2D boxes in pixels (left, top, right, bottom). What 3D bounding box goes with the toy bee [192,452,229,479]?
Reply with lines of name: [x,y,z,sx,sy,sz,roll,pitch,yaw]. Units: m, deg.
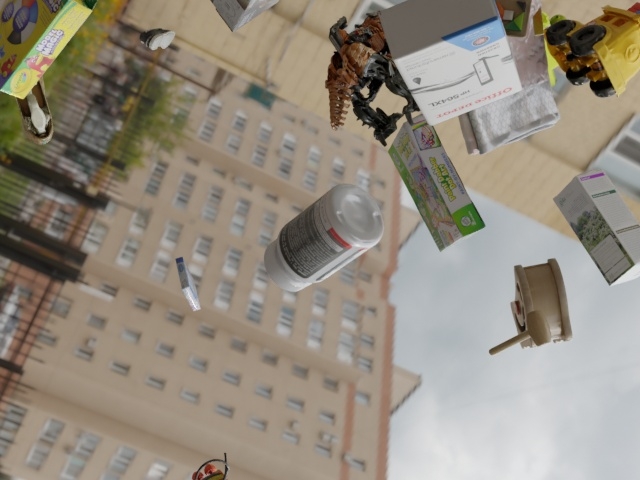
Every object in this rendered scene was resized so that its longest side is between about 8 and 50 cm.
toy bee: [-0.164,0.479,1.710,0.162,0.195,0.298,33,-55,58]

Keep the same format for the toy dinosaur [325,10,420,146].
toy dinosaur: [0.082,-0.293,1.724,0.322,0.218,0.164,-53,-166,-24]

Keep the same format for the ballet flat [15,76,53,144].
ballet flat: [-0.565,-0.286,1.842,0.073,0.206,0.067,-24,-158,-20]

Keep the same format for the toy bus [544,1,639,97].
toy bus: [0.618,-0.437,2.026,0.211,0.149,0.220,-41,-149,-1]

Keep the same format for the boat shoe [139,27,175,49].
boat shoe: [-0.356,-0.444,2.065,0.046,0.038,0.125,-59,177,25]

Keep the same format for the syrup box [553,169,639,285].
syrup box: [0.615,-0.030,2.035,0.236,0.096,0.093,63,-35,22]

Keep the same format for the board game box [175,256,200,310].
board game box: [-0.297,0.097,2.116,0.090,0.020,0.090,73,-1,-52]

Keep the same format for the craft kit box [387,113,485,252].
craft kit box: [0.225,-0.108,1.878,0.061,0.246,0.250,-24,174,-6]

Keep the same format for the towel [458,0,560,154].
towel: [0.382,-0.362,1.974,0.053,0.316,0.332,-3,-165,45]

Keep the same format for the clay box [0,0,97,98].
clay box: [-0.441,-0.346,1.479,0.222,0.053,0.127,-46,-124,20]

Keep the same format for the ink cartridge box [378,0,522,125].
ink cartridge box: [0.184,-0.257,1.298,0.148,0.203,0.085,-20,-115,14]

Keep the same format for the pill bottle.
pill bottle: [0.000,0.000,2.196,0.283,0.161,0.161,-36,-150,42]

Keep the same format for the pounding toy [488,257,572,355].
pounding toy: [0.373,0.125,1.749,0.269,0.155,0.154,57,22,-80]

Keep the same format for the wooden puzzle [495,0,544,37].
wooden puzzle: [0.320,-0.381,1.597,0.014,0.116,0.078,10,84,-75]

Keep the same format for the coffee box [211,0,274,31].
coffee box: [-0.135,-0.546,1.967,0.141,0.098,0.246,-37,-175,-18]

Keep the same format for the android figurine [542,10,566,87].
android figurine: [0.464,-0.432,2.182,0.248,0.273,0.056,-32,-132,1]
